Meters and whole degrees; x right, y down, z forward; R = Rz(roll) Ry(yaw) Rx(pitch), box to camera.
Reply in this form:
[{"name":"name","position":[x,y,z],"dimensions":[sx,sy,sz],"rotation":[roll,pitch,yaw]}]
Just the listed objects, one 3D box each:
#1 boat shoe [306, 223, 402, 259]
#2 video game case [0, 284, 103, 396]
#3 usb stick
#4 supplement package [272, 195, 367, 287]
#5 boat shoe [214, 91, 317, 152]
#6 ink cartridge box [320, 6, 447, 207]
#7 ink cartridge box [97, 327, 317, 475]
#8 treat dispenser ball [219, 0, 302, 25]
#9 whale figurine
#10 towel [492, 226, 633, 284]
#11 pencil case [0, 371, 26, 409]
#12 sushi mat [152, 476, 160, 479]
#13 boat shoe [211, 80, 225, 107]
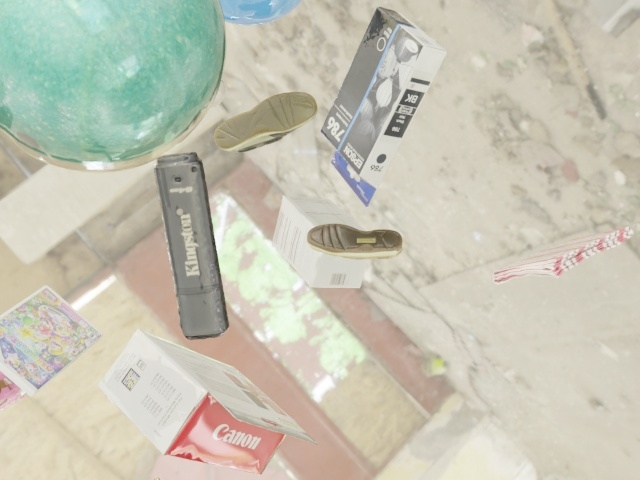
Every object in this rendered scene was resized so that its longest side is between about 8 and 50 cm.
[{"name":"boat shoe","position":[0.067,0.015,1.496],"dimensions":[0.190,0.068,0.072],"rotation":[7,150,7]},{"name":"video game case","position":[-0.300,0.104,0.802],"dimensions":[0.087,0.122,0.011],"rotation":[41,119,-1]},{"name":"usb stick","position":[-0.188,0.011,1.099],"dimensions":[0.045,0.077,0.278],"rotation":[-47,-49,-71]},{"name":"supplement package","position":[0.000,0.000,1.795],"dimensions":[0.244,0.139,0.133],"rotation":[45,126,55]},{"name":"boat shoe","position":[-0.107,-0.240,1.545],"dimensions":[0.073,0.224,0.080],"rotation":[29,-139,-75]},{"name":"ink cartridge box","position":[0.095,-0.239,1.377],"dimensions":[0.165,0.065,0.332],"rotation":[53,130,41]},{"name":"ink cartridge box","position":[-0.191,0.314,1.344],"dimensions":[0.272,0.130,0.309],"rotation":[32,176,35]},{"name":"treat dispenser ball","position":[-0.145,-0.578,1.502],"dimensions":[0.288,0.288,0.288],"rotation":[41,159,20]},{"name":"whale figurine","position":[-0.189,-0.170,0.496],"dimensions":[0.272,0.216,0.141],"rotation":[38,160,-1]},{"name":"towel","position":[0.394,0.027,1.224],"dimensions":[0.144,0.197,0.029],"rotation":[-18,91,60]},{"name":"pencil case","position":[-0.797,0.352,1.578],"dimensions":[0.167,0.386,0.160],"rotation":[-2,107,28]},{"name":"sushi mat","position":[-0.233,0.534,1.140],"dimensions":[0.151,0.019,0.316],"rotation":[81,178,-48]},{"name":"boat shoe","position":[-0.332,-0.400,1.806],"dimensions":[0.127,0.158,0.340],"rotation":[14,171,-39]}]
